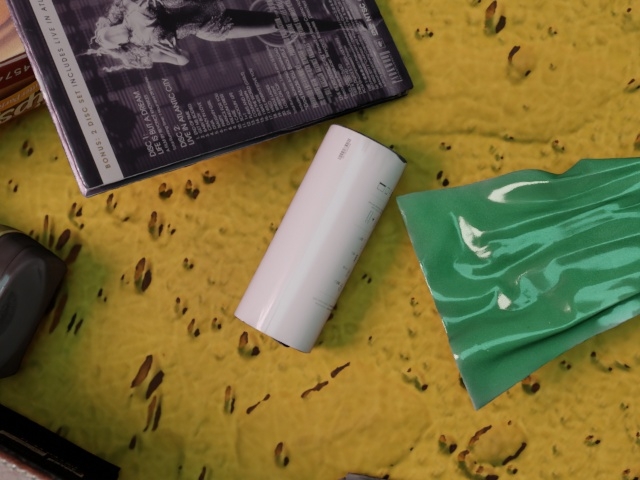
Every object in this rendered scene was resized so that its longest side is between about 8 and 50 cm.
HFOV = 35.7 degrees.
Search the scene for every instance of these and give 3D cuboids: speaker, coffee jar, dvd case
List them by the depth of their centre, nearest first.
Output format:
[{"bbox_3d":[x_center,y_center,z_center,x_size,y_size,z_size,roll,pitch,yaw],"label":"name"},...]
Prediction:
[{"bbox_3d":[-0.068,-0.134,0.606,0.221,0.018,0.164,-20,83,-24],"label":"dvd case"},{"bbox_3d":[0.000,0.000,0.616,0.055,0.055,0.136,27,89,8],"label":"speaker"},{"bbox_3d":[-0.259,0.013,0.632,0.184,0.079,0.096,25,89,7],"label":"coffee jar"}]

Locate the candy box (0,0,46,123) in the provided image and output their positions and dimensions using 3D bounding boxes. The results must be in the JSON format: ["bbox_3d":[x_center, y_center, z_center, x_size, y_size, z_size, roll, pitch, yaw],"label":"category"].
[{"bbox_3d":[-0.291,-0.209,0.618,0.183,0.087,0.316,-31,82,-25],"label":"candy box"}]

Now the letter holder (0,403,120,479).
[{"bbox_3d":[-0.300,0.157,0.546,0.302,0.152,0.214,30,80,-3],"label":"letter holder"}]

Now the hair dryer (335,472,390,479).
[{"bbox_3d":[0.136,0.197,0.571,0.293,0.080,0.223,-32,83,3],"label":"hair dryer"}]

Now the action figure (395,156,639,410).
[{"bbox_3d":[0.177,-0.002,0.593,0.232,0.063,0.137,-21,81,8],"label":"action figure"}]
